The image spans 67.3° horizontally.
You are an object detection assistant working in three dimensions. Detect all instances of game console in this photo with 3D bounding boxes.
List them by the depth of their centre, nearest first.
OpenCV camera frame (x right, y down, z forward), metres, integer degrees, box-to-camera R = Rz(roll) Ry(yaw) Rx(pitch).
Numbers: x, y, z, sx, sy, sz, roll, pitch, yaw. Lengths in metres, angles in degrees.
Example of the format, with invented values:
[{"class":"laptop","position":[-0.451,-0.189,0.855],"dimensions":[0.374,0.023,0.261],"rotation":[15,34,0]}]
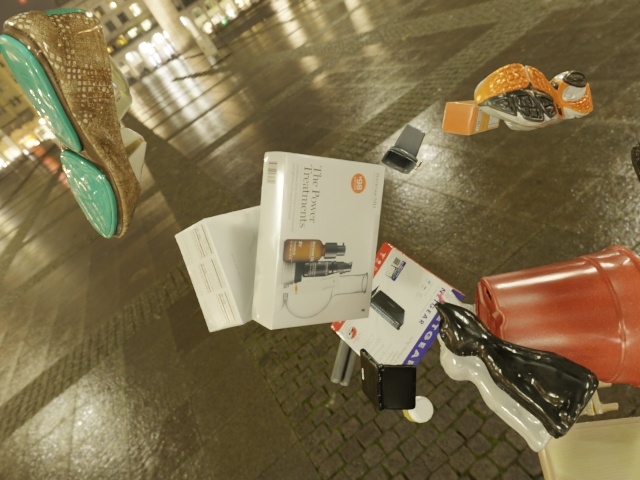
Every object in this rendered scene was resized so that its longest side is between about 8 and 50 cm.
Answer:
[{"class":"game console","position":[0.138,0.287,1.000],"dimensions":[0.071,0.122,0.107],"rotation":[-17,29,-22]}]

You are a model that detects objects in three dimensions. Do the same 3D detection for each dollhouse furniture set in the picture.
[{"class":"dollhouse furniture set","position":[0.690,0.570,1.280],"dimensions":[0.256,0.394,0.362],"rotation":[-9,67,9]}]

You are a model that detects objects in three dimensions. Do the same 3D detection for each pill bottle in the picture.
[{"class":"pill bottle","position":[0.253,0.435,1.240],"dimensions":[0.065,0.065,0.116],"rotation":[-42,-14,-15]}]

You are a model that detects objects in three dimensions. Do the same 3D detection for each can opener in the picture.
[{"class":"can opener","position":[0.097,0.378,1.732],"dimensions":[0.093,0.074,0.281],"rotation":[-31,40,60]}]

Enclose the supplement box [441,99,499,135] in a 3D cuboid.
[{"class":"supplement box","position":[0.401,-0.325,1.258],"dimensions":[0.078,0.080,0.233],"rotation":[17,23,32]}]

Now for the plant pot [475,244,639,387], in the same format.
[{"class":"plant pot","position":[0.460,0.158,0.941],"dimensions":[0.264,0.273,0.272],"rotation":[-7,32,6]}]

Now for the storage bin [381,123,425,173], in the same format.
[{"class":"storage bin","position":[0.231,-0.242,1.277],"dimensions":[0.091,0.098,0.135],"rotation":[-63,-1,-5]}]

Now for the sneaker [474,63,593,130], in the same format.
[{"class":"sneaker","position":[0.341,-0.224,0.817],"dimensions":[0.262,0.099,0.121],"rotation":[-7,-8,-31]}]

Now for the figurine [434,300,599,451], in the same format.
[{"class":"figurine","position":[0.251,0.185,0.687],"dimensions":[0.209,0.215,0.092],"rotation":[35,73,28]}]

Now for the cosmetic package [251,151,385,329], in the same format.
[{"class":"cosmetic package","position":[0.000,0.000,1.110],"dimensions":[0.284,0.378,0.097],"rotation":[-1,9,-39]}]

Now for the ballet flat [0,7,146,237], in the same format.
[{"class":"ballet flat","position":[-0.168,-0.080,0.372],"dimensions":[0.067,0.073,0.206],"rotation":[-48,-15,-31]}]

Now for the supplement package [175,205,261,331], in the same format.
[{"class":"supplement package","position":[-0.210,0.068,1.227],"dimensions":[0.145,0.262,0.204],"rotation":[-20,-1,42]}]

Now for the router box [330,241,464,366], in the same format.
[{"class":"router box","position":[0.225,0.218,1.482],"dimensions":[0.301,0.082,0.336],"rotation":[38,98,47]}]

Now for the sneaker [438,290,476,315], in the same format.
[{"class":"sneaker","position":[0.410,0.208,1.212],"dimensions":[0.111,0.252,0.103],"rotation":[-46,-6,-6]}]

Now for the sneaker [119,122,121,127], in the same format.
[{"class":"sneaker","position":[-0.479,-0.230,1.070],"dimensions":[0.286,0.109,0.130],"rotation":[150,125,-74]}]

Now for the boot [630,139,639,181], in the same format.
[{"class":"boot","position":[0.707,-0.180,0.807],"dimensions":[0.260,0.131,0.348],"rotation":[-19,0,21]}]
